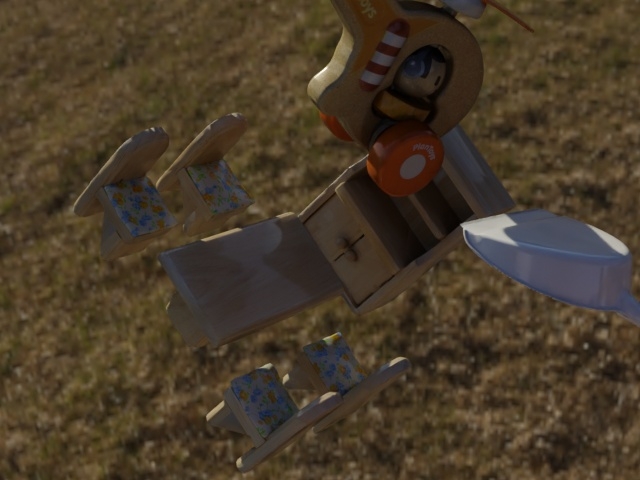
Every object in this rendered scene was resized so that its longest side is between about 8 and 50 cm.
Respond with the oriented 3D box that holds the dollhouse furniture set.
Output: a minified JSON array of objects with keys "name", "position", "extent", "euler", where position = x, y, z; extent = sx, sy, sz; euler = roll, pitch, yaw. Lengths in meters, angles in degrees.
[{"name":"dollhouse furniture set","position":[0.000,0.000,1.517],"extent":[0.394,0.256,0.362],"euler":[-19,71,-50]}]

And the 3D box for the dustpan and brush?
[{"name":"dustpan and brush","position":[0.234,0.036,1.104],"extent":[0.211,0.060,0.147],"euler":[22,21,36]}]

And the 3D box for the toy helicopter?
[{"name":"toy helicopter","position":[0.074,-0.226,1.336],"extent":[0.235,0.355,0.140],"euler":[-39,49,1]}]
